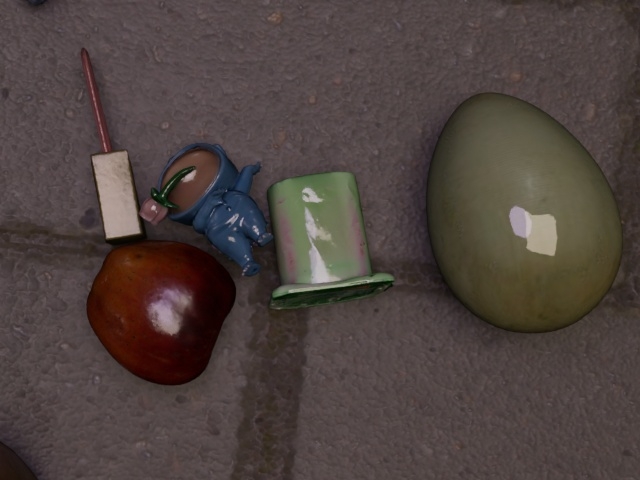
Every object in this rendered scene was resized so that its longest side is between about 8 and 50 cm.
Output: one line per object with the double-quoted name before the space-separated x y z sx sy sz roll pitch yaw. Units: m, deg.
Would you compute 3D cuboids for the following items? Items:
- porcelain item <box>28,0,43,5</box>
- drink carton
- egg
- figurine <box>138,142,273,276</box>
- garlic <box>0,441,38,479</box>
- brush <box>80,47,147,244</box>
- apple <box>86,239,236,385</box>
"porcelain item" -0.402 -0.393 1.147 0.259 0.141 0.141 44 83 -13
"drink carton" 0.000 0.000 1.179 0.146 0.144 0.142 -9 79 -8
"egg" 0.229 -0.035 1.165 0.218 0.218 0.295 -19 77 -8
"figurine" -0.128 -0.044 1.139 0.178 0.144 0.114 48 109 27
"garlic" -0.327 0.356 1.084 0.340 0.245 0.231 39 48 -35
"brush" -0.250 -0.113 1.164 0.047 0.103 0.233 -11 87 -9
"apple" -0.187 0.078 1.143 0.158 0.147 0.156 26 105 -4
